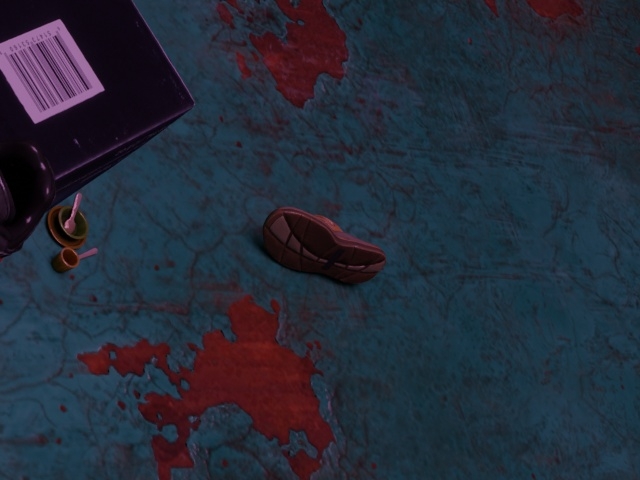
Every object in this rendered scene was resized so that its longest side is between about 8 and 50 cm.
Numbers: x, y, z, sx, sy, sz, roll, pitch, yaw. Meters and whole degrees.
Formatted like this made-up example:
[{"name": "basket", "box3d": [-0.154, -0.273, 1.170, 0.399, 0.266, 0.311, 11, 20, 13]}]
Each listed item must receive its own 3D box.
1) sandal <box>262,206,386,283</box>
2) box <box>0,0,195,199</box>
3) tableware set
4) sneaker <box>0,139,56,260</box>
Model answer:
[{"name": "sandal", "box3d": [0.000, 0.000, 2.172, 0.180, 0.072, 0.049, 20, 35, -41]}, {"name": "box", "box3d": [-0.320, -0.083, 1.670, 0.183, 0.294, 0.296, 59, 37, -2]}, {"name": "tableware set", "box3d": [-0.282, -0.038, 1.909, 0.104, 0.024, 0.154, -30, 88, -53]}, {"name": "sneaker", "box3d": [-0.275, -0.015, 1.226, 0.276, 0.135, 0.097, -16, 81, -54]}]
